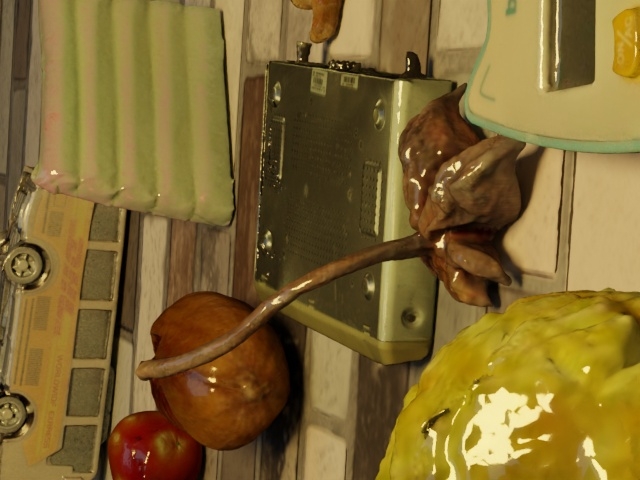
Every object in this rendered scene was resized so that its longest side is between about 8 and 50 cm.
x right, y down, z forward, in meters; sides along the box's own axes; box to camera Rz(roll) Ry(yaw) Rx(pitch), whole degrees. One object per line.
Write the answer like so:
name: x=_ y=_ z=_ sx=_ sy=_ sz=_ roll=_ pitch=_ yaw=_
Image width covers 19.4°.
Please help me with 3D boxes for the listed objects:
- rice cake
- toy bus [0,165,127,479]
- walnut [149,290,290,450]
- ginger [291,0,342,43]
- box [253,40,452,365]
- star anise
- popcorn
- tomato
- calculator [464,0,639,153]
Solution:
rice cake: x=-0.162 y=-0.120 z=1.628 sx=0.037 sy=0.189 sz=0.198 roll=137 pitch=140 yaw=-63
toy bus: x=-0.285 y=0.094 z=1.966 sx=0.097 sy=0.138 sz=0.342 roll=-154 pitch=69 yaw=-66
walnut: x=-0.086 y=0.100 z=1.490 sx=0.207 sy=0.116 sz=0.116 roll=-146 pitch=61 yaw=-66
ginger: x=0.004 y=-0.195 z=1.395 sx=0.048 sy=0.030 sz=0.097 roll=40 pitch=133 yaw=30
box: x=0.014 y=-0.035 z=1.326 sx=0.270 sy=0.045 sz=0.211 roll=-155 pitch=68 yaw=-68
star anise: x=0.000 y=0.000 z=1.144 sx=0.218 sy=0.227 sz=0.148 roll=104 pitch=152 yaw=-56
popcorn: x=0.119 y=0.120 z=0.856 sx=0.212 sy=0.198 sz=0.198 roll=77 pitch=178 yaw=-51
tomato: x=-0.146 y=0.193 z=1.668 sx=0.075 sy=0.087 sz=0.087 roll=158 pitch=113 yaw=-65
calculator: x=0.180 y=-0.171 z=0.897 sx=0.386 sy=0.054 sz=0.256 roll=173 pitch=99 yaw=-68
